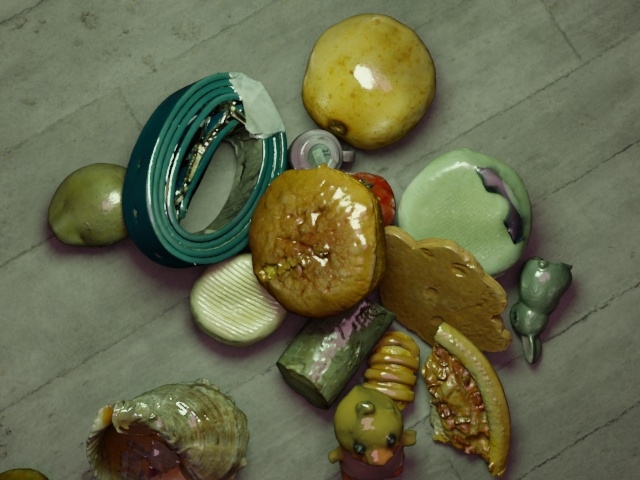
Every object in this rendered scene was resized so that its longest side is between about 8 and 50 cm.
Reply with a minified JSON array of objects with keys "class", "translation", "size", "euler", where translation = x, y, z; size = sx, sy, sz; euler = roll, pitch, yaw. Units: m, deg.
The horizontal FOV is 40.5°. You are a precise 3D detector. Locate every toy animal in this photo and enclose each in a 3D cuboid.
[{"class":"toy animal","translation":[0.104,0.401,1.798],"size":[0.195,0.281,0.169],"euler":[-15,63,-4]},{"class":"toy animal","translation":[0.469,0.146,1.925],"size":[0.108,0.138,0.236],"euler":[27,96,32]}]

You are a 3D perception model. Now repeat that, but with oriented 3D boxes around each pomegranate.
[{"class":"pomegranate","translation":[0.101,-0.342,1.894],"size":[0.307,0.307,0.307],"euler":[0,82,-2]}]

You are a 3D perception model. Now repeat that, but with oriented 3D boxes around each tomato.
[{"class":"tomato","translation":[0.081,-0.064,1.906],"size":[0.187,0.187,0.151],"euler":[4,114,-2]}]

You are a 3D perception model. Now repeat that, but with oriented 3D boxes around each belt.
[{"class":"belt","translation":[-0.240,-0.147,1.851],"size":[0.300,0.173,0.436],"euler":[31,73,-28]}]

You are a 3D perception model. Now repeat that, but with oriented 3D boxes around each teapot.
[{"class":"teapot","translation":[-0.009,-0.195,1.926],"size":[0.148,0.146,0.116],"euler":[-31,103,-12]}]

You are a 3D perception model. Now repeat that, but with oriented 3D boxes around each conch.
[{"class":"conch","translation":[-0.327,0.400,1.802],"size":[0.297,0.210,0.352],"euler":[-44,118,12]}]

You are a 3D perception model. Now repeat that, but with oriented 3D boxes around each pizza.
[{"class":"pizza","translation":[0.310,0.349,1.874],"size":[0.182,0.074,0.365],"euler":[-14,99,18]}]

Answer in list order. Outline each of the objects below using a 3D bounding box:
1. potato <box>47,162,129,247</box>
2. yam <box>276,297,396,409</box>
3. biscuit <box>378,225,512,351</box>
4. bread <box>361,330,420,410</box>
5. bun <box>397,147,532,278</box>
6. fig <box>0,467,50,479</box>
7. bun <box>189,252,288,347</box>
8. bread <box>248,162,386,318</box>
[{"class":"potato","translation":[-0.486,-0.074,1.891],"size":[0.235,0.160,0.178],"euler":[-29,45,7]},{"class":"yam","translation":[0.030,0.221,1.866],"size":[0.161,0.161,0.268],"euler":[38,81,3]},{"class":"biscuit","translation":[0.256,0.107,1.860],"size":[0.376,0.269,0.051],"euler":[39,47,0]},{"class":"bread","translation":[0.156,0.285,1.904],"size":[0.119,0.084,0.177],"euler":[11,78,-2]},{"class":"bun","translation":[0.321,-0.057,1.912],"size":[0.293,0.187,0.293],"euler":[3,101,14]},{"class":"fig","translation":[-0.656,0.545,1.743],"size":[0.191,0.290,0.190],"euler":[-7,67,18]},{"class":"bun","translation":[-0.172,0.127,1.893],"size":[0.222,0.127,0.222],"euler":[0,92,4]},{"class":"bread","translation":[-0.001,0.006,1.757],"size":[0.312,0.172,0.312],"euler":[-1,88,28]}]
